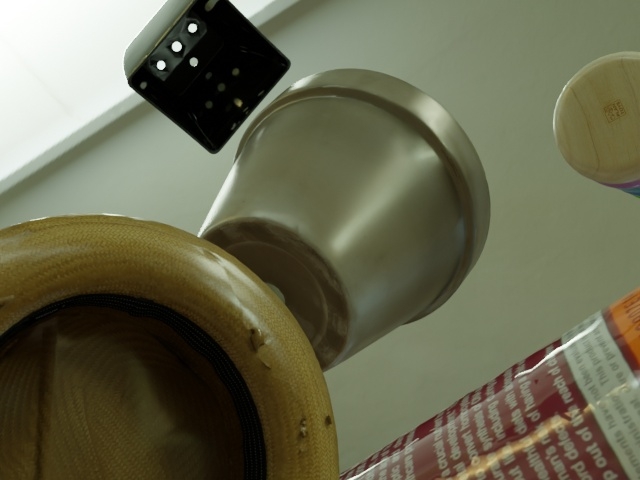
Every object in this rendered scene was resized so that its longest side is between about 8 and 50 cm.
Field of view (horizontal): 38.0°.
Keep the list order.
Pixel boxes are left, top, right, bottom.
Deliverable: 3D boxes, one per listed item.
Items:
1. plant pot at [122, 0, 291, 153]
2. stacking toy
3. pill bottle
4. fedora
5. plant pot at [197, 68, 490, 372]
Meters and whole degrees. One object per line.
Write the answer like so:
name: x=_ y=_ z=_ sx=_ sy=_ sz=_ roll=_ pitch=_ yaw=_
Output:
plant pot: x=-0.193 y=-0.279 z=1.430 sx=0.187 sy=0.167 sz=0.188 roll=-49 pitch=-54 yaw=2
stacking toy: x=0.391 y=-0.100 z=1.077 sx=0.141 sy=0.141 sz=0.330 roll=-19 pitch=-21 yaw=30
pill bottle: x=0.104 y=0.210 z=0.538 sx=0.392 sy=0.224 sz=0.224 roll=-35 pitch=-68 yaw=16
fedora: x=-0.086 y=0.090 z=0.340 sx=0.194 sy=0.194 sz=0.079 roll=37 pitch=-24 yaw=-12
plant pot: x=0.000 y=0.000 z=1.043 sx=0.323 sy=0.280 sz=0.323 roll=11 pitch=-61 yaw=21
